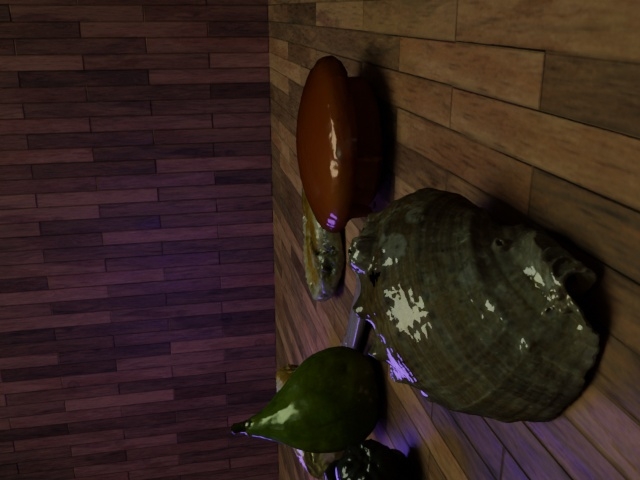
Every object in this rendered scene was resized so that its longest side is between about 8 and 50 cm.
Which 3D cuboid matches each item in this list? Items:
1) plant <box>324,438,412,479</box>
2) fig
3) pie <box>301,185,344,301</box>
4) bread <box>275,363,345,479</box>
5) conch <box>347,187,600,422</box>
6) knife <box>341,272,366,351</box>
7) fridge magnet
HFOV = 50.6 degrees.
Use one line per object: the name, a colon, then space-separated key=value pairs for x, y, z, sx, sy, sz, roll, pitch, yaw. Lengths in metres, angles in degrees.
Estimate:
plant: x=0.099 y=0.485 z=1.291 sx=0.141 sy=0.165 sz=0.256 roll=-101 pitch=-3 yaw=-48
fig: x=-0.018 y=0.353 z=1.516 sx=0.233 sy=0.314 sz=0.232 roll=-3 pitch=-90 yaw=-73
pie: x=-0.001 y=0.000 z=1.843 sx=0.339 sy=0.077 sz=0.338 roll=172 pitch=90 yaw=-80
bread: x=-0.015 y=0.479 z=1.837 sx=0.375 sy=0.165 sz=0.236 roll=-179 pitch=83 yaw=-77
conch: x=0.153 y=0.087 z=0.795 sx=0.352 sy=0.210 sz=0.297 roll=-160 pitch=52 yaw=-80
knife: x=0.088 y=0.183 z=1.546 sx=0.398 sy=0.038 sz=0.132 roll=99 pitch=165 yaw=-52
fridge magnet: x=0.030 y=-0.196 z=1.400 sx=0.363 sy=0.155 sz=0.363 roll=176 pitch=90 yaw=-79
